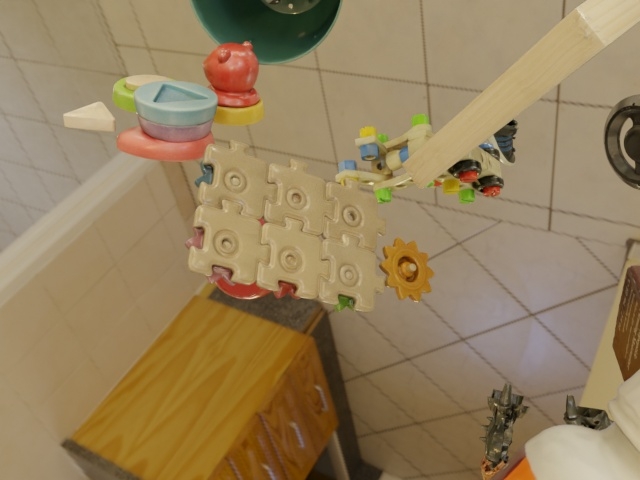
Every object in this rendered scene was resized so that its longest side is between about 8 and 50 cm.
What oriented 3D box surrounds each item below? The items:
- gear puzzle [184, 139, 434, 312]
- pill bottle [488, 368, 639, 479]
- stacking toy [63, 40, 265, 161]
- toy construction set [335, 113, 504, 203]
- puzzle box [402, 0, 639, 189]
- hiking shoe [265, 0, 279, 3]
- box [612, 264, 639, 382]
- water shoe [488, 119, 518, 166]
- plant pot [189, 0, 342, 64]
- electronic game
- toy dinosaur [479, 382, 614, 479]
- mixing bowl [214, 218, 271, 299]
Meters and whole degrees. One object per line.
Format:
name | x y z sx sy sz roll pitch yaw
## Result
gear puzzle | 0.000 0.000 0.823 0.339 0.175 0.044 15 154 -26
pill bottle | 0.165 0.266 0.429 0.224 0.224 0.392 39 102 -3
stacking toy | -0.262 -0.266 1.148 0.280 0.309 0.130 16 123 13
toy construction set | 0.195 -0.130 1.187 0.215 0.328 0.151 -13 87 33
puzzle box | 0.293 -0.221 0.882 0.052 0.272 0.409 52 155 2
hiking shoe | -0.091 -0.486 0.967 0.132 0.113 0.304 14 140 -5
box | 0.492 0.151 0.854 0.167 0.203 0.168 -2 128 9
water shoe | 0.466 -0.264 1.683 0.080 0.072 0.203 -25 134 24
plant pot | -0.083 -0.512 1.297 0.293 0.235 0.292 4 117 8
electronic game | 0.755 -0.227 1.567 0.229 0.048 0.229 164 90 -70
toy dinosaur | 0.256 0.295 0.774 0.165 0.218 0.322 14 160 15
mixing bowl | -0.133 0.039 1.205 0.182 0.098 0.181 5 122 7
